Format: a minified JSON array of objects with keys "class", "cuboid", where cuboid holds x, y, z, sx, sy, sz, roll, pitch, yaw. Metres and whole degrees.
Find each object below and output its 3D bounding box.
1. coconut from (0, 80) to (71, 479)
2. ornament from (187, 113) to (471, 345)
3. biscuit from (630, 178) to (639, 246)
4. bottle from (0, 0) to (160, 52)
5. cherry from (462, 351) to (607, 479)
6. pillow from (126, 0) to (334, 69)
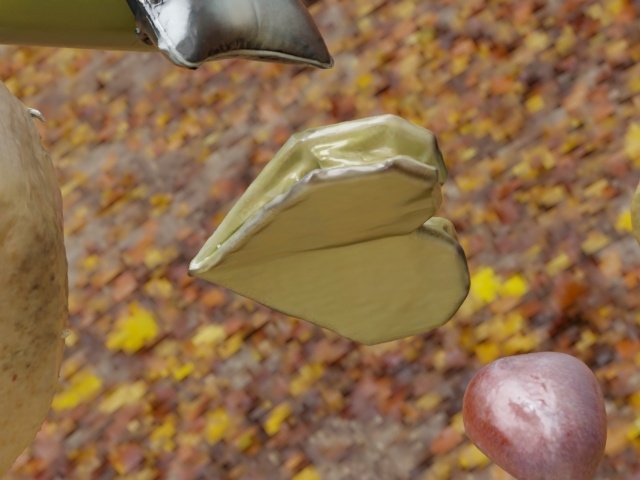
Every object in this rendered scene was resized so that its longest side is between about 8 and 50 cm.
[{"class":"coconut","cuboid":[-0.210,0.001,0.645,0.197,0.237,0.237,-59,31,-6]},{"class":"ornament","cuboid":[0.000,0.000,1.155,0.180,0.201,0.059,-11,57,7]},{"class":"biscuit","cuboid":[0.397,-0.104,1.399,0.287,0.344,0.057,16,16,12]},{"class":"bottle","cuboid":[-0.190,-0.172,1.071,0.260,0.112,0.112,-2,7,-35]},{"class":"cherry","cuboid":[0.166,0.130,1.337,0.106,0.087,0.126,-27,29,-21]},{"class":"pillow","cuboid":[-0.057,-0.135,1.054,0.135,0.055,0.091,-7,26,-43]}]
